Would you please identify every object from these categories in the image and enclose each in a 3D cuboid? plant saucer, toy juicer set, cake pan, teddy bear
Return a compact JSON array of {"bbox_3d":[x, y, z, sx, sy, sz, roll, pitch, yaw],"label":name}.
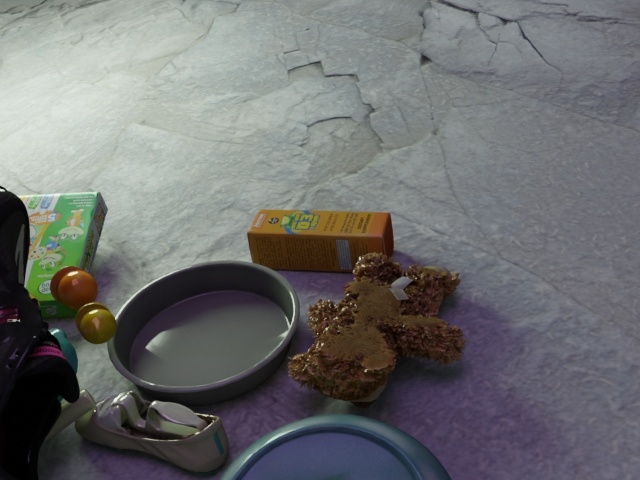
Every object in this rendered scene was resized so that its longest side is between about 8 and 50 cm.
[{"bbox_3d":[0.005,0.329,1.026,0.317,0.044,0.318,-8,49,9],"label":"plant saucer"},{"bbox_3d":[-0.385,0.184,1.315,0.209,0.089,0.329,-19,52,8],"label":"toy juicer set"},{"bbox_3d":[-0.172,0.139,1.370,0.293,0.054,0.293,-6,36,4],"label":"cake pan"},{"bbox_3d":[0.087,0.127,1.305,0.245,0.113,0.338,3,30,5],"label":"teddy bear"}]

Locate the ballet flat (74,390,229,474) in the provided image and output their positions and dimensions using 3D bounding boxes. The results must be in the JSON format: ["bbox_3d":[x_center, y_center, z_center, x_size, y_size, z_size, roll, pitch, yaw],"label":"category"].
[{"bbox_3d":[-0.234,0.243,1.221,0.248,0.086,0.086,9,40,24],"label":"ballet flat"}]

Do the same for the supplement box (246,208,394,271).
[{"bbox_3d":[0.000,0.000,1.501,0.233,0.080,0.078,0,35,16],"label":"supplement box"}]

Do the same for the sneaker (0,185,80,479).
[{"bbox_3d":[-0.412,0.150,1.196,0.202,0.185,0.483,-10,67,10],"label":"sneaker"}]

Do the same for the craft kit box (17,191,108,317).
[{"bbox_3d":[-0.515,0.025,1.559,0.250,0.061,0.247,-3,51,6],"label":"craft kit box"}]
